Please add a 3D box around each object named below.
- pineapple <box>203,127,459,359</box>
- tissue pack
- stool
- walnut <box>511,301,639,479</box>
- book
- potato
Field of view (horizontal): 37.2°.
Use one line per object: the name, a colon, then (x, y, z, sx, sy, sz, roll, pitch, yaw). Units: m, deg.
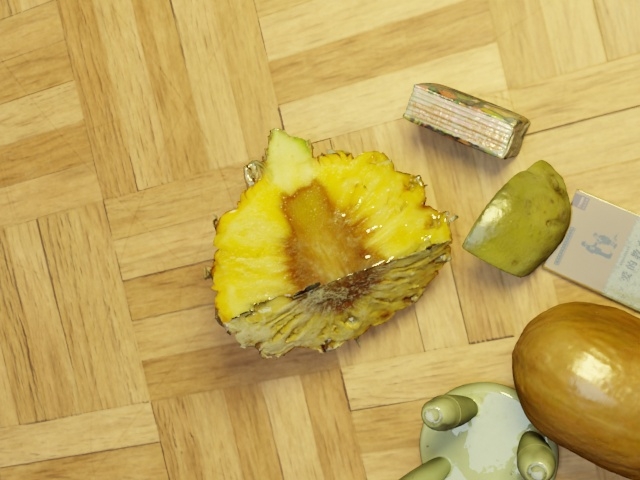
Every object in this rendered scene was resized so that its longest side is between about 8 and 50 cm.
pineapple: (-0.001, -0.003, 1.348, 0.344, 0.209, 0.286, -20, 56, -3)
tissue pack: (0.196, -0.162, 1.264, 0.148, 0.108, 0.060, 25, 105, 17)
stool: (0.206, 0.305, 1.257, 0.195, 0.198, 0.195, 26, 105, 15)
walnut: (0.379, 0.198, 1.185, 0.298, 0.203, 0.203, 31, 105, 12)
book: (0.396, 0.019, 1.257, 0.172, 0.012, 0.118, 25, 102, 17)
potato: (0.267, -0.027, 1.237, 0.081, 0.120, 0.149, 33, 106, 28)
